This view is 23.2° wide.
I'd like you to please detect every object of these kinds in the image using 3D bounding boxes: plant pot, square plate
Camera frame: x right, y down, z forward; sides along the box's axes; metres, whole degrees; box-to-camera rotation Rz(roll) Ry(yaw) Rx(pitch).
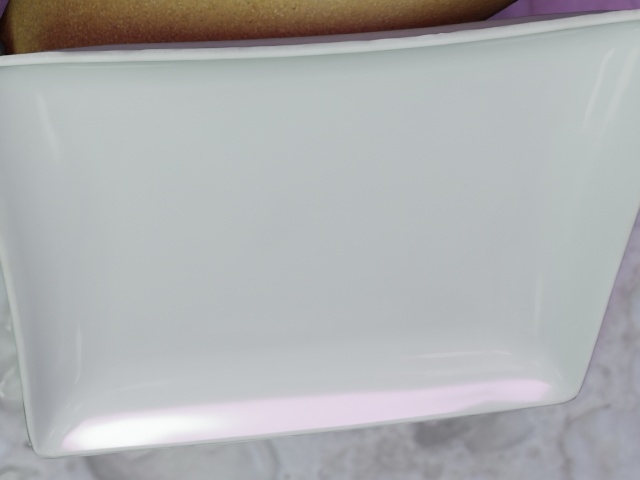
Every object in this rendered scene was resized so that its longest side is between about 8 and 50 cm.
[{"bbox_3d":[-0.040,-0.153,0.834,0.254,0.237,0.237,-40,103,13],"label":"plant pot"},{"bbox_3d":[0.000,0.000,0.846,0.344,0.049,0.347,-5,142,-7],"label":"square plate"}]

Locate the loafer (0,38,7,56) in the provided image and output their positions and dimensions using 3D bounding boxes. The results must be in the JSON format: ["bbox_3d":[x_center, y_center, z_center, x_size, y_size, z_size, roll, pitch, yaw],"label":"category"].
[{"bbox_3d":[-0.239,-0.132,0.813,0.078,0.080,0.220,-35,90,-20],"label":"loafer"}]
